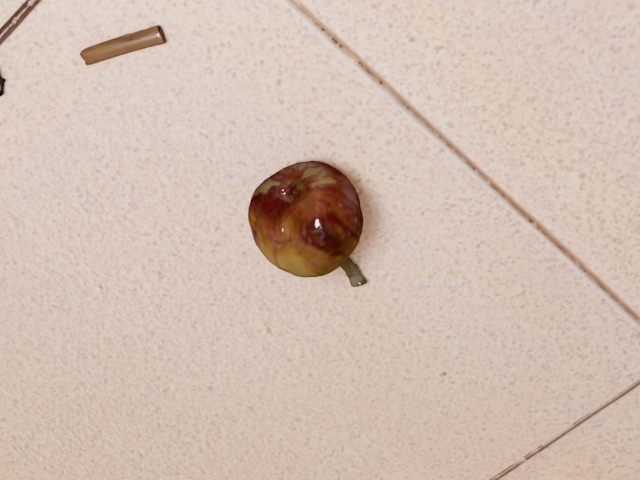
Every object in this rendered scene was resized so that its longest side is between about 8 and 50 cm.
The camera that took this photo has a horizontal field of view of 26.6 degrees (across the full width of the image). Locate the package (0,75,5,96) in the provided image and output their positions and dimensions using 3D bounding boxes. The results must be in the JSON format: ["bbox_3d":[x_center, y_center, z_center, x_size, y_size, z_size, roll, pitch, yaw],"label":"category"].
[{"bbox_3d":[-0.511,-0.277,1.742,0.166,0.040,0.232,-4,130,11],"label":"package"}]

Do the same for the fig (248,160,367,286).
[{"bbox_3d":[-0.010,0.005,1.820,0.160,0.143,0.231,18,136,30],"label":"fig"}]

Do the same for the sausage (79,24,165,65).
[{"bbox_3d":[-0.255,-0.250,1.741,0.116,0.026,0.026,-15,120,14],"label":"sausage"}]
